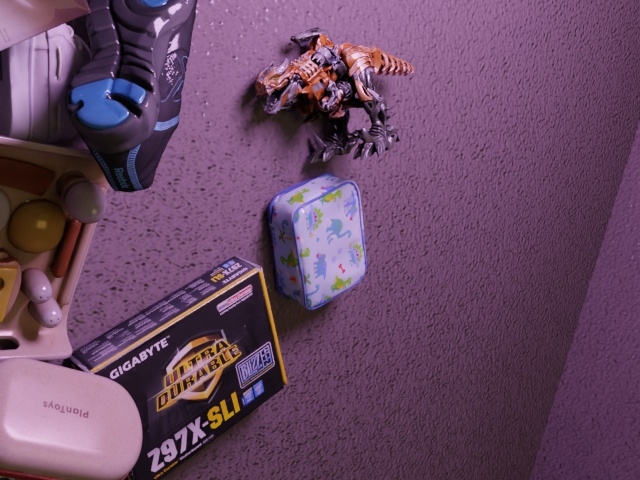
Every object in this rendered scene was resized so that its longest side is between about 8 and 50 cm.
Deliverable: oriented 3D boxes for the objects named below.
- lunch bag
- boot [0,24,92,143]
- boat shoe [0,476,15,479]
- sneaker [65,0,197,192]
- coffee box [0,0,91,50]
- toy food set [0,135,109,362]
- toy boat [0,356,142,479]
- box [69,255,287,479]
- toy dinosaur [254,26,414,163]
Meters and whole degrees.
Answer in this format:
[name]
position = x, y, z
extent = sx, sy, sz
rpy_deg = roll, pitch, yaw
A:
[lunch bag]
position = 0.000, 0.000, 1.295
extent = 0.176, 0.090, 0.219
rpy_deg = -30, 126, -33
[boot]
position = -0.329, -0.242, 0.872
extent = 0.123, 0.095, 0.259
rpy_deg = -16, 126, -48
[boat shoe]
position = -0.513, 0.400, 0.932
extent = 0.302, 0.094, 0.109
rpy_deg = -58, 137, -11
[sneaker]
position = -0.226, -0.214, 0.899
extent = 0.140, 0.124, 0.341
rpy_deg = 90, 6, -53
[coffee box]
position = -0.371, -0.242, 0.691
extent = 0.246, 0.098, 0.141
rpy_deg = -33, 128, -20
[toy food set]
position = -0.368, 0.018, 0.894
extent = 0.219, 0.092, 0.306
rpy_deg = 5, 115, -46
[toy boat]
position = -0.356, 0.259, 0.956
extent = 0.231, 0.151, 0.151
rpy_deg = 24, 130, -32
[box]
position = -0.213, 0.212, 1.177
extent = 0.322, 0.079, 0.257
rpy_deg = -31, 128, -33
[toy dinosaur]
position = 0.044, -0.249, 1.206
extent = 0.321, 0.164, 0.219
rpy_deg = -18, 104, -16
